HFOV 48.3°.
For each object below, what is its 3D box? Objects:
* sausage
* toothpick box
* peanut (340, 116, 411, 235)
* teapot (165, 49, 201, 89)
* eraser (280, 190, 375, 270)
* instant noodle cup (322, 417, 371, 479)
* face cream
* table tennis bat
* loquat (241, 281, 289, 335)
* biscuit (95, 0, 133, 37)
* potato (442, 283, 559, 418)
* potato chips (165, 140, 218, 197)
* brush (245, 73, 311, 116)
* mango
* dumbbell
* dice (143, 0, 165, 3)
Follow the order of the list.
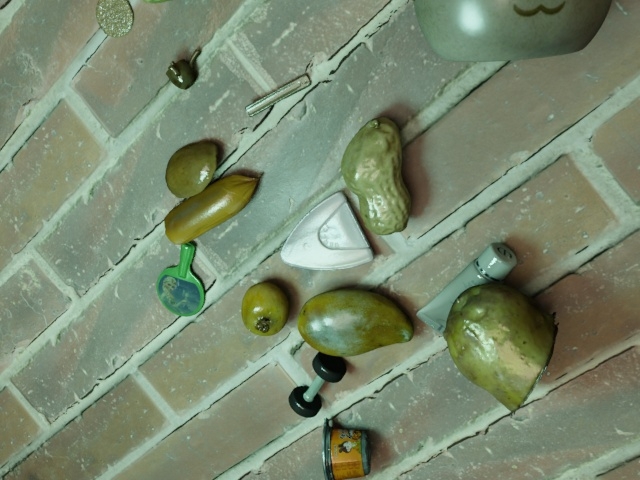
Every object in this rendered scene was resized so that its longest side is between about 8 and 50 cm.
[{"bbox_3d":[-0.298,-0.095,1.977,0.328,0.112,0.112,-28,97,24],"label":"sausage"},{"bbox_3d":[0.370,-0.581,1.391,0.408,0.409,0.426,2,111,20],"label":"toothpick box"},{"bbox_3d":[0.134,-0.154,1.767,0.159,0.143,0.292,-11,105,-1],"label":"peanut"},{"bbox_3d":[-0.355,-0.456,1.887,0.110,0.085,0.080,-38,94,8],"label":"teapot"},{"bbox_3d":[0.000,-0.001,1.920,0.243,0.059,0.204,-23,100,23],"label":"eraser"},{"bbox_3d":[0.079,0.616,2.059,0.125,0.177,0.208,-6,93,9],"label":"instant noodle cup"},{"bbox_3d":[0.378,0.138,1.817,0.143,0.089,0.314,34,124,2],"label":"face cream"},{"bbox_3d":[-0.413,0.117,2.134,0.160,0.039,0.257,20,117,11],"label":"table tennis bat"},{"bbox_3d":[-0.155,0.193,2.002,0.137,0.163,0.163,20,119,-21],"label":"loquat"},{"bbox_3d":[-0.561,-0.612,1.941,0.120,0.015,0.120,6,110,18],"label":"biscuit"},{"bbox_3d":[0.412,0.240,1.721,0.237,0.301,0.289,25,107,9],"label":"potato"},{"bbox_3d":[-0.365,-0.198,1.967,0.201,0.049,0.150,-12,73,39],"label":"potato chips"},{"bbox_3d":[-0.109,-0.376,1.851,0.190,0.027,0.034,-25,102,19],"label":"brush"},{"bbox_3d":[0.092,0.224,1.920,0.316,0.146,0.193,2,117,13],"label":"mango"},{"bbox_3d":[-0.010,0.413,2.049,0.100,0.100,0.191,34,118,7],"label":"dumbbell"},{"bbox_3d":[-0.375,-0.689,1.757,0.166,0.169,0.169,-9,106,24],"label":"dice"}]
